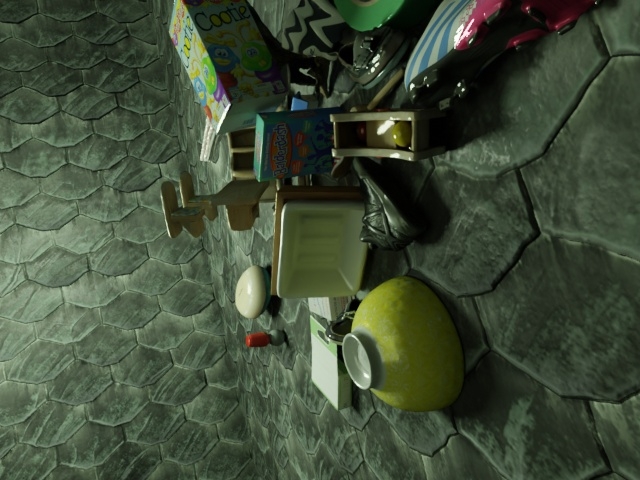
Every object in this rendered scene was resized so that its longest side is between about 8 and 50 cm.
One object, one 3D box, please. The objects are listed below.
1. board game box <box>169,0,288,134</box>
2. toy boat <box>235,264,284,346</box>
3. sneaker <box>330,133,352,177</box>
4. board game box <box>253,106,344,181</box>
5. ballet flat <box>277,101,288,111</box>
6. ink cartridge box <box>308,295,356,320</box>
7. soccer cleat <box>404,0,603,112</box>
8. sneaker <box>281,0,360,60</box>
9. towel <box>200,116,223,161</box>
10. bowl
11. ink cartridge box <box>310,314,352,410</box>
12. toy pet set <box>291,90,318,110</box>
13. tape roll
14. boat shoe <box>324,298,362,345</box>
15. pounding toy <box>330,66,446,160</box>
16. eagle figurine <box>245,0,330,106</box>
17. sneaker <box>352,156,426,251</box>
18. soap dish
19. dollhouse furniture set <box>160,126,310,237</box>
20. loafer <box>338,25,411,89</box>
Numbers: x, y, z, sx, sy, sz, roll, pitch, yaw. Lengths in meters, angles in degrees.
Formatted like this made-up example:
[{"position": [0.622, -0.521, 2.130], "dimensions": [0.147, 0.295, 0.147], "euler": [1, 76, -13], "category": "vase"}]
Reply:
[{"position": [-0.209, -0.402, 1.038], "dimensions": [0.275, 0.144, 0.142], "euler": [64, 151, 5], "category": "board game box"}, {"position": [-0.238, 0.268, 1.845], "dimensions": [0.267, 0.148, 0.318], "euler": [-50, 48, 54], "category": "toy boat"}, {"position": [0.045, -0.210, 1.112], "dimensions": [0.067, 0.042, 0.118], "euler": [59, 142, 29], "category": "sneaker"}, {"position": [-0.051, -0.229, 1.108], "dimensions": [0.047, 0.210, 0.160], "euler": [56, 148, 40], "category": "board game box"}, {"position": [-0.155, -0.428, 1.421], "dimensions": [0.206, 0.073, 0.067], "euler": [-125, 19, -48], "category": "ballet flat"}, {"position": [0.026, 0.156, 1.290], "dimensions": [0.181, 0.061, 0.104], "euler": [8, 108, 64], "category": "ink cartridge box"}, {"position": [0.219, -0.304, 0.614], "dimensions": [0.331, 0.116, 0.143], "euler": [-27, 57, 59], "category": "soccer cleat"}, {"position": [0.030, -0.481, 0.975], "dimensions": [0.094, 0.153, 0.235], "euler": [123, 169, -75], "category": "sneaker"}, {"position": [-0.305, -0.461, 1.559], "dimensions": [0.332, 0.053, 0.317], "euler": [128, 163, -59], "category": "towel"}, {"position": [0.140, 0.230, 0.967], "dimensions": [0.289, 0.156, 0.289], "euler": [39, 135, 54], "category": "bowl"}, {"position": [0.029, 0.355, 1.381], "dimensions": [0.171, 0.056, 0.235], "euler": [31, 125, 58], "category": "ink cartridge box"}, {"position": [-0.046, -0.323, 1.231], "dimensions": [0.122, 0.065, 0.114], "euler": [58, 148, 37], "category": "toy pet set"}, {"position": [0.112, -0.528, 0.787], "dimensions": [0.321, 0.077, 0.321], "euler": [40, 136, 54], "category": "tape roll"}, {"position": [0.062, 0.191, 1.118], "dimensions": [0.206, 0.075, 0.065], "euler": [-26, -50, -71], "category": "boat shoe"}, {"position": [0.103, -0.231, 0.843], "dimensions": [0.269, 0.154, 0.155], "euler": [28, 125, 59], "category": "pounding toy"}, {"position": [-0.109, -0.446, 1.133], "dimensions": [0.226, 0.298, 0.225], "euler": [-66, -14, 2], "category": "eagle figurine"}, {"position": [0.110, -0.068, 0.958], "dimensions": [0.130, 0.087, 0.227], "euler": [-52, 56, 36], "category": "sneaker"}, {"position": [0.000, 0.000, 1.104], "dimensions": [0.118, 0.229, 0.291], "euler": [-107, 19, -53], "category": "soap dish"}, {"position": [-0.211, -0.194, 1.323], "dimensions": [0.394, 0.362, 0.256], "euler": [-81, -13, -70], "category": "dollhouse furniture set"}, {"position": [0.079, -0.326, 0.826], "dimensions": [0.096, 0.084, 0.267], "euler": [-53, 12, 6], "category": "loafer"}]
